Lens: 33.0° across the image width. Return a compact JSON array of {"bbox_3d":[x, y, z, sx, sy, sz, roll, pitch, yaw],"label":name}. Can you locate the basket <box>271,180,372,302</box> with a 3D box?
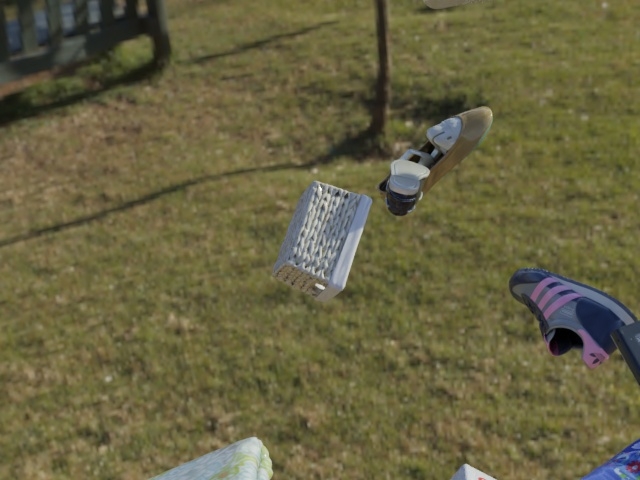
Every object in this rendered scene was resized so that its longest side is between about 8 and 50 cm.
[{"bbox_3d":[0.000,0.000,1.738,0.103,0.113,0.167,22,71,-9],"label":"basket"}]

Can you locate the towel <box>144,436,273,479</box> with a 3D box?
[{"bbox_3d":[-0.210,0.367,1.226,0.321,0.090,0.374,-22,9,3],"label":"towel"}]

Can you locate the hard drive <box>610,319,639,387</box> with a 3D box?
[{"bbox_3d":[0.464,0.167,1.451,0.094,0.022,0.135,-18,66,-16],"label":"hard drive"}]

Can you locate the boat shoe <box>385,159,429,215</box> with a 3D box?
[{"bbox_3d":[0.099,-0.062,1.244,0.046,0.038,0.125,14,21,3],"label":"boat shoe"}]

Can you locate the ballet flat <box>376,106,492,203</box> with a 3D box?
[{"bbox_3d":[0.184,-0.140,1.772,0.232,0.073,0.080,-48,35,15],"label":"ballet flat"}]

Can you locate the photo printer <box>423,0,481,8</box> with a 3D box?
[{"bbox_3d":[0.184,-0.368,0.917,0.256,0.307,0.107,-9,-7,-3],"label":"photo printer"}]

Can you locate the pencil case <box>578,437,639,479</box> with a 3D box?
[{"bbox_3d":[0.471,0.353,1.584,0.306,0.119,0.133,-30,28,-26],"label":"pencil case"}]

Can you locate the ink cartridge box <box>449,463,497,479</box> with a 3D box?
[{"bbox_3d":[0.228,0.412,1.251,0.201,0.117,0.278,29,19,-7],"label":"ink cartridge box"}]

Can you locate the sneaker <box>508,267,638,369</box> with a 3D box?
[{"bbox_3d":[0.429,0.139,1.982,0.131,0.112,0.319,-51,25,-10],"label":"sneaker"}]
